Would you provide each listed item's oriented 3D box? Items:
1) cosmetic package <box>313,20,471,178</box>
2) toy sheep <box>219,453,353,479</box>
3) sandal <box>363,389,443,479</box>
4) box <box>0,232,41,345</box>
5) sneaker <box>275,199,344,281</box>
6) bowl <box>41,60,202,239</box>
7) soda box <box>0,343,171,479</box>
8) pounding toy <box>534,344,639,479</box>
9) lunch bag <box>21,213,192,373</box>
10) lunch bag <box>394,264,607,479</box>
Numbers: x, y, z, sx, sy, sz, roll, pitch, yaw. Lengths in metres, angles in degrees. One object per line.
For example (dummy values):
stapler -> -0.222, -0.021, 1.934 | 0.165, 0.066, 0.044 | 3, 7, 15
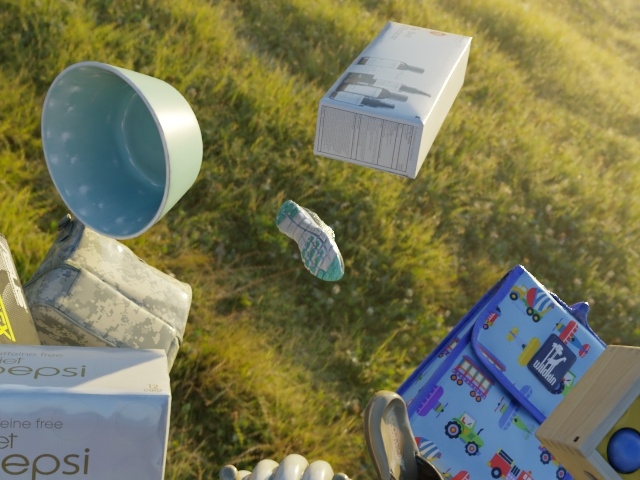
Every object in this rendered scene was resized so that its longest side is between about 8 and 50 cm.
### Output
cosmetic package -> 0.079, -0.149, 0.785 | 0.098, 0.061, 0.239 | 16, 36, 11
toy sheep -> -0.013, 0.157, 0.424 | 0.132, 0.091, 0.091 | 5, 39, 10
sandal -> 0.086, 0.220, 0.702 | 0.072, 0.049, 0.180 | -17, 93, -56
box -> -0.340, 0.090, 0.767 | 0.060, 0.216, 0.270 | -23, 73, -3
sneaker -> 0.000, 0.000, 1.235 | 0.076, 0.065, 0.166 | 12, 34, -45
bowl -> -0.334, -0.172, 1.418 | 0.311, 0.312, 0.163 | 43, 35, 13
soda box -> -0.201, 0.106, 0.470 | 0.216, 0.074, 0.069 | 4, 15, -15
pounding toy -> 0.286, 0.170, 0.657 | 0.130, 0.100, 0.141 | -45, 97, -13
lunch bag -> -0.401, 0.121, 1.499 | 0.305, 0.212, 0.256 | 39, 47, -26
lunch bag -> 0.252, 0.195, 1.021 | 0.221, 0.138, 0.293 | 42, 79, 0
